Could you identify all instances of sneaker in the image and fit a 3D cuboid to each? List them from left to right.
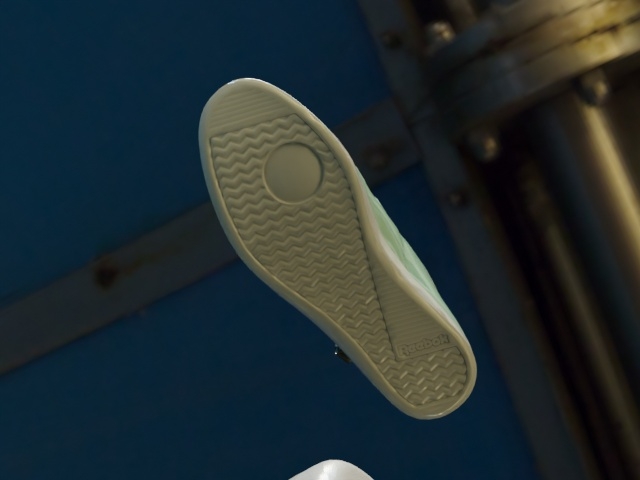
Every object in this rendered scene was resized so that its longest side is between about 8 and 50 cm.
[{"bbox_3d":[0.000,0.001,0.977,0.256,0.094,0.151,54,180,-12],"label":"sneaker"}]

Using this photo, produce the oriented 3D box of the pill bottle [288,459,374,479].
[{"bbox_3d":[-0.098,0.368,1.156,0.229,0.408,0.229,54,-167,-18],"label":"pill bottle"}]
